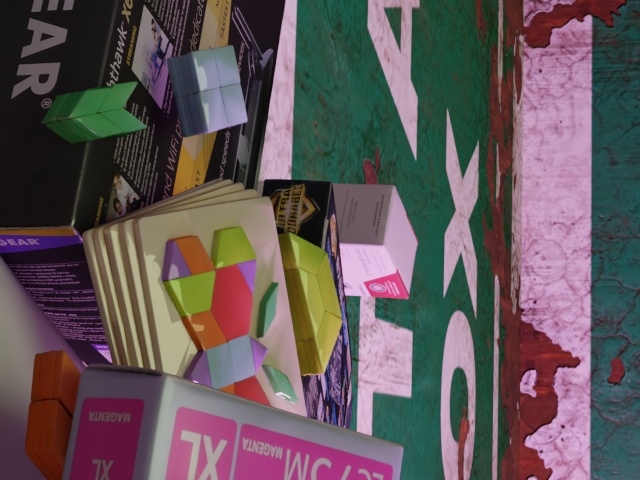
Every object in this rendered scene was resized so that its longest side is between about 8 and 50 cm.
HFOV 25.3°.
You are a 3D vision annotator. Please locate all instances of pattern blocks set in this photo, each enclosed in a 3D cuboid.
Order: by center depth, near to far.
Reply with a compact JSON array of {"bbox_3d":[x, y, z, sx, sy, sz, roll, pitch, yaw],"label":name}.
[{"bbox_3d":[-0.055,0.065,0.750,0.285,0.026,0.325,-43,120,-57],"label":"pattern blocks set"}]

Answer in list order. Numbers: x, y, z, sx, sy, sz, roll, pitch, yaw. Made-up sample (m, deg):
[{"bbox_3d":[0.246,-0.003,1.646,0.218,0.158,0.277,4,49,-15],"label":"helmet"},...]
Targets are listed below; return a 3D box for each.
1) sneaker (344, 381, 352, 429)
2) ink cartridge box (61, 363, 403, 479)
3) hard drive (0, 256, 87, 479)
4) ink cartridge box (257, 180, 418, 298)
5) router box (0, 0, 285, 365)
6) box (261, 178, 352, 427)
[{"bbox_3d":[-0.011,0.214,1.181,0.226,0.086,0.163,-53,139,-63],"label":"sneaker"},{"bbox_3d":[-0.053,0.228,0.646,0.186,0.065,0.311,25,71,-48],"label":"ink cartridge box"},{"bbox_3d":[-0.117,0.182,0.703,0.307,0.040,0.203,57,26,-28],"label":"hard drive"},{"bbox_3d":[0.000,0.000,1.136,0.099,0.135,0.056,61,35,-58],"label":"ink cartridge box"},{"bbox_3d":[-0.108,-0.091,0.858,0.243,0.081,0.309,60,33,-59],"label":"router box"},{"bbox_3d":[-0.016,0.094,0.995,0.220,0.051,0.175,83,12,-50],"label":"box"}]
